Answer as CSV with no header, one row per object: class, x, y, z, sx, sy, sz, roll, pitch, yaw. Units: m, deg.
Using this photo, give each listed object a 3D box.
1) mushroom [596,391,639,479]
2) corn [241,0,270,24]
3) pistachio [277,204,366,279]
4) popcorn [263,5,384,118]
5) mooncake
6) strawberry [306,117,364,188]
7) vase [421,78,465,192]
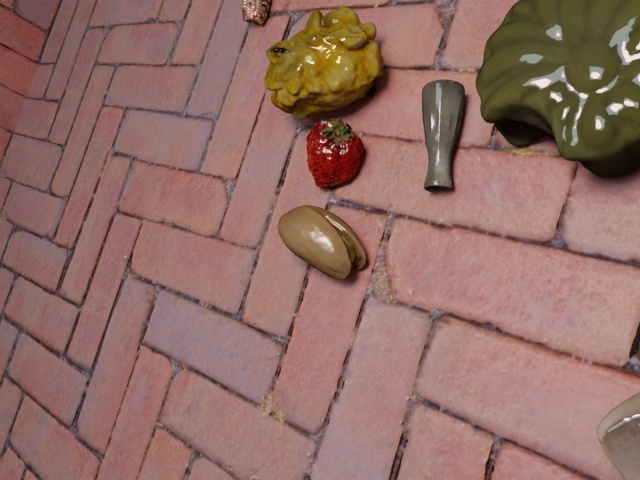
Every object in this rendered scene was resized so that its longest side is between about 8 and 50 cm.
mushroom,0.570,0.205,0.713,0.397,0.126,0.177,-43,65,17
corn,-0.171,-0.747,1.591,0.092,0.092,0.281,1,81,37
pistachio,0.000,0.000,1.206,0.226,0.135,0.136,35,98,31
popcorn,0.008,-0.397,1.268,0.286,0.215,0.252,-2,42,34
mooncake,0.447,-0.282,0.921,0.351,0.187,0.352,-14,65,34
strawberry,0.032,-0.194,1.254,0.131,0.148,0.131,-1,44,1
vase,0.242,-0.206,1.116,0.086,0.086,0.214,-2,79,36
